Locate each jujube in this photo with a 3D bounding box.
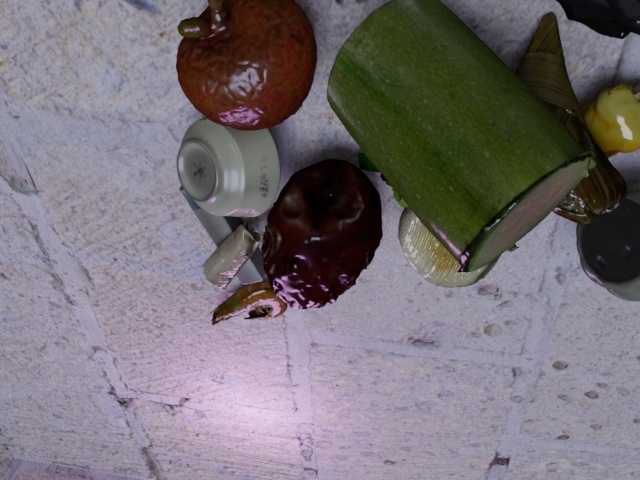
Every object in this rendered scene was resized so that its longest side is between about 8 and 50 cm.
[{"bbox_3d":[0.000,0.000,1.305,0.259,0.258,0.376,13,134,2],"label":"jujube"}]

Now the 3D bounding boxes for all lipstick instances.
[{"bbox_3d":[-0.227,-0.027,1.459,0.068,0.066,0.317,-13,128,21],"label":"lipstick"}]

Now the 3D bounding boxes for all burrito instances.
[{"bbox_3d":[-0.205,0.031,1.421,0.087,0.060,0.226,28,130,-22],"label":"burrito"}]

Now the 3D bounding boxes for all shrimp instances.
[{"bbox_3d":[-0.199,0.181,1.650,0.249,0.068,0.150,-18,131,22],"label":"shrimp"}]

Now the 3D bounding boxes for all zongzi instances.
[{"bbox_3d":[0.418,-0.205,1.023,0.134,0.286,0.288,-10,131,-34],"label":"zongzi"}]

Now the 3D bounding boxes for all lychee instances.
[{"bbox_3d":[-0.127,-0.318,1.043,0.255,0.255,0.300,-8,165,20],"label":"lychee"}]

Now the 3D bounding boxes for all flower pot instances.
[{"bbox_3d":[0.628,0.001,1.160,0.195,0.246,0.246,1,142,-32],"label":"flower pot"}]

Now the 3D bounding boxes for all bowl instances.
[{"bbox_3d":[-0.204,-0.151,1.223,0.238,0.126,0.237,14,113,37],"label":"bowl"}]

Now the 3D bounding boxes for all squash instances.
[{"bbox_3d":[0.215,-0.170,0.966,0.384,0.263,0.263,55,137,23],"label":"squash"}]

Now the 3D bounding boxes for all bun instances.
[{"bbox_3d":[0.290,-0.016,1.288,0.244,0.153,0.243,11,119,21],"label":"bun"}]

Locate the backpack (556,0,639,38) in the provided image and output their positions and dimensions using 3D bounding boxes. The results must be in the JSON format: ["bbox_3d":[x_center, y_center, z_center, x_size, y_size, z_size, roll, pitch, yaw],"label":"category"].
[{"bbox_3d":[0.548,-0.400,0.805,0.446,0.255,0.363,34,131,2],"label":"backpack"}]

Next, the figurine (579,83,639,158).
[{"bbox_3d":[0.563,-0.230,1.051,0.246,0.131,0.156,-31,143,23],"label":"figurine"}]

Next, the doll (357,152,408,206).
[{"bbox_3d":[0.170,-0.134,1.195,0.134,0.186,0.106,-17,131,-9],"label":"doll"}]
